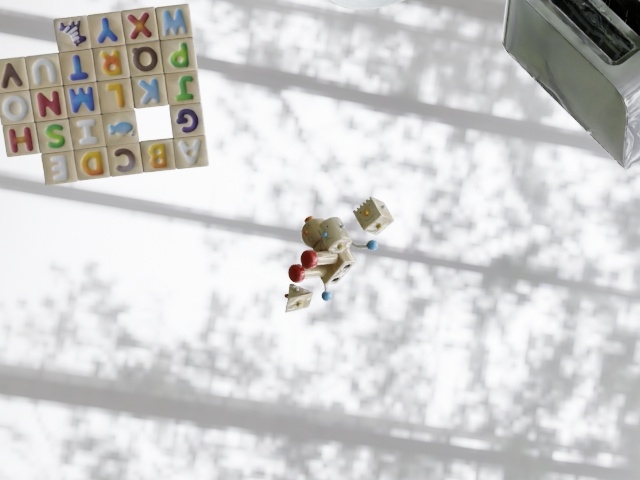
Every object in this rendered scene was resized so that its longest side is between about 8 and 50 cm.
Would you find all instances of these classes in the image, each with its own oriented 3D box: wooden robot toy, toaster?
[{"bbox_3d":[0.000,0.000,1.895,0.173,0.076,0.079,-49,-126,35],"label":"wooden robot toy"},{"bbox_3d":[0.246,-0.179,1.374,0.185,0.168,0.110,49,-14,23],"label":"toaster"}]

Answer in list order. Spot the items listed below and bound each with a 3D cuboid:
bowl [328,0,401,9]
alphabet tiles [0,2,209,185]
[{"bbox_3d":[0.058,-0.326,1.294,0.134,0.298,0.298,44,-43,24],"label":"bowl"},{"bbox_3d":[-0.259,-0.168,2.057,0.009,0.237,0.198,-104,-172,-71],"label":"alphabet tiles"}]
